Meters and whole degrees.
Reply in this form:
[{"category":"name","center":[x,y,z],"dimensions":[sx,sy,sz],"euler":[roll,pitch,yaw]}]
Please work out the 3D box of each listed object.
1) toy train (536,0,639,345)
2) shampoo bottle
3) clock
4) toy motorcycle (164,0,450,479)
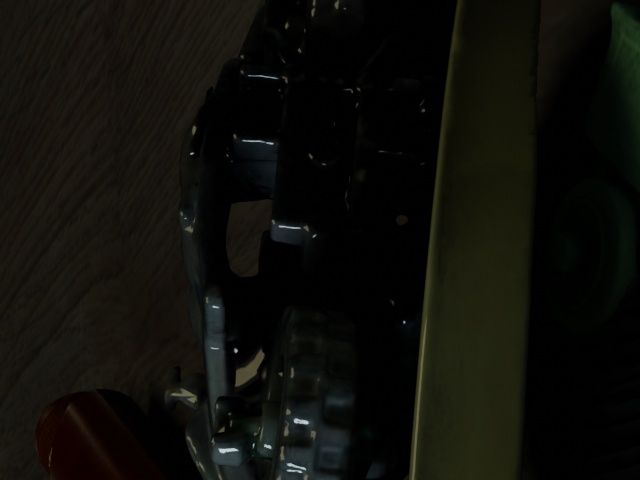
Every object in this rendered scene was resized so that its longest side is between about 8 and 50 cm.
[{"category":"toy train","center":[0.110,0.006,0.432],"dimensions":[0.172,0.070,0.099],"euler":[-122,43,-57]},{"category":"shampoo bottle","center":[-0.115,0.152,1.104],"dimensions":[0.260,0.064,0.102],"euler":[-150,59,-68]},{"category":"clock","center":[0.047,0.037,0.539],"dimensions":[0.235,0.029,0.235],"euler":[4,-90,-84]},{"category":"toy motorcycle","center":[0.000,0.000,0.687],"dimensions":[0.159,0.106,0.270],"euler":[96,179,-59]}]
